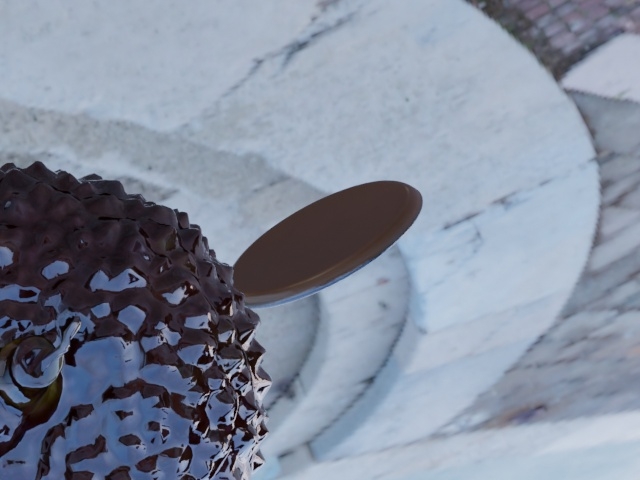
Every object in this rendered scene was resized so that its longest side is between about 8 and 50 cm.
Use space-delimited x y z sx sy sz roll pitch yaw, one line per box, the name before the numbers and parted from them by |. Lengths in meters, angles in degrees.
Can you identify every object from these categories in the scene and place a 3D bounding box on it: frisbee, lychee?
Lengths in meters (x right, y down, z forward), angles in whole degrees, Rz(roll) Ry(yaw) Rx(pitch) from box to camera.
frisbee | 0.000 0.000 1.352 0.251 0.021 0.251 -25 -159 10
lychee | -0.156 0.089 0.666 0.264 0.264 0.300 -16 167 -13
